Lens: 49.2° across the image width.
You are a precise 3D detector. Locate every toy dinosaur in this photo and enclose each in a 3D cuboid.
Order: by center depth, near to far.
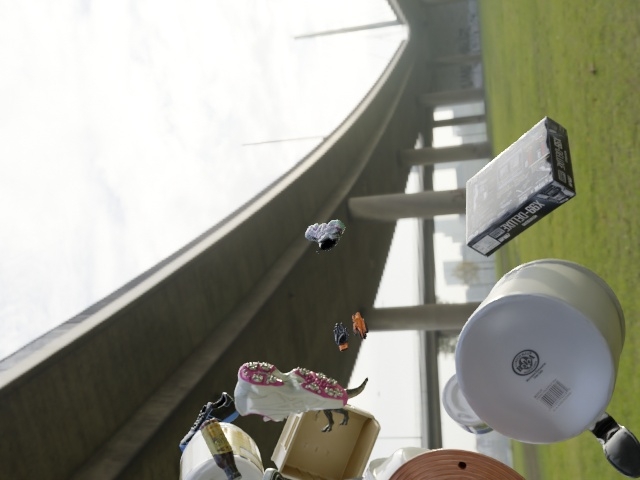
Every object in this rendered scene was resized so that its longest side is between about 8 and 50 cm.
[{"bbox_3d":[0.035,0.469,1.969,0.064,0.268,0.118,-19,80,62],"label":"toy dinosaur"}]

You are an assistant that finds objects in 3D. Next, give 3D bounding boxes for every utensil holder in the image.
[{"bbox_3d":[0.479,0.224,1.514,0.385,0.327,0.327,-14,-81,-65],"label":"utensil holder"}]

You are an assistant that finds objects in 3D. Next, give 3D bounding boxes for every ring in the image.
[{"bbox_3d":[0.262,0.534,1.259,0.032,0.336,0.336,-14,-80,-65],"label":"ring"}]

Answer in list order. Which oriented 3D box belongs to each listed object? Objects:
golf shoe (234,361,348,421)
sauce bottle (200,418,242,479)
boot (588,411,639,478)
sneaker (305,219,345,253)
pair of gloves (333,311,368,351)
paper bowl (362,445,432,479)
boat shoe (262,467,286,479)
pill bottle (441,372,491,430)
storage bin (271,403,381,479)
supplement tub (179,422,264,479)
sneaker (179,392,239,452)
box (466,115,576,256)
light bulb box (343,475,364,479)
[{"bbox_3d":[-0.080,0.407,1.815,0.115,0.306,0.140,-118,45,-65],"label":"golf shoe"},{"bbox_3d":[-0.189,0.406,1.345,0.128,0.042,0.042,53,176,29],"label":"sauce bottle"},{"bbox_3d":[0.818,0.568,1.822,0.229,0.091,0.263,43,-168,-18],"label":"boot"},{"bbox_3d":[0.000,0.000,1.388,0.038,0.098,0.069,41,-130,-29],"label":"sneaker"},{"bbox_3d":[0.070,0.210,1.603,0.010,0.083,0.074,46,-162,-45],"label":"pair of gloves"},{"bbox_3d":[0.224,0.531,1.439,0.284,0.284,0.148,4,-74,-76],"label":"paper bowl"},{"bbox_3d":[-0.075,0.633,1.702,0.078,0.070,0.219,-66,-38,-47],"label":"boat shoe"},{"bbox_3d":[0.433,0.457,1.946,0.272,0.152,0.152,49,-141,-61],"label":"pill bottle"},{"bbox_3d":[0.020,0.635,2.200,0.260,0.262,0.123,-67,15,-5],"label":"storage bin"},{"bbox_3d":[-0.267,0.643,1.901,0.316,0.228,0.228,-150,53,-78],"label":"supplement tub"},{"bbox_3d":[-0.378,0.597,2.303,0.232,0.081,0.090,-35,-73,-33],"label":"sneaker"},{"bbox_3d":[0.501,-0.134,1.792,0.076,0.307,0.242,28,-135,-19],"label":"box"},{"bbox_3d":[0.250,0.885,2.057,0.358,0.225,0.361,14,-104,-49],"label":"light bulb box"}]
